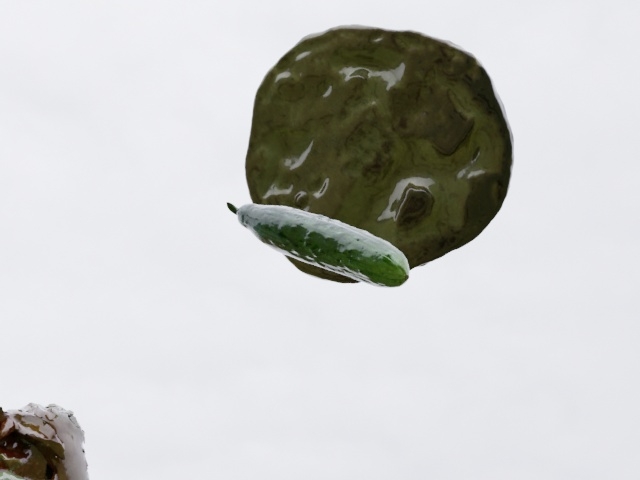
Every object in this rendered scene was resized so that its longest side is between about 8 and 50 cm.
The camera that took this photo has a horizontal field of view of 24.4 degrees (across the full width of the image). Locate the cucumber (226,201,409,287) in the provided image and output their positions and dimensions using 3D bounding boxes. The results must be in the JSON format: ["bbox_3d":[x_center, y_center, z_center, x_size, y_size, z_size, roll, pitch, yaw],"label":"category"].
[{"bbox_3d":[0.000,0.000,1.038,0.155,0.037,0.037,20,-36,28],"label":"cucumber"}]

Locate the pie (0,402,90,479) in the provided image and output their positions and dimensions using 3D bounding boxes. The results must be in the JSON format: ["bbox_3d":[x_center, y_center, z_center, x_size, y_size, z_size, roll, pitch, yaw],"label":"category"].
[{"bbox_3d":[-0.174,0.233,0.740,0.257,0.274,0.105,-29,-7,-41],"label":"pie"}]

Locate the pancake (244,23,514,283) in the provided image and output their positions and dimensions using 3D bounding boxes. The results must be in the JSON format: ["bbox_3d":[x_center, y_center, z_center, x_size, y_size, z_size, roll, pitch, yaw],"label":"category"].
[{"bbox_3d":[0.060,-0.097,1.570,0.294,0.294,0.049,-24,-2,12],"label":"pancake"}]
